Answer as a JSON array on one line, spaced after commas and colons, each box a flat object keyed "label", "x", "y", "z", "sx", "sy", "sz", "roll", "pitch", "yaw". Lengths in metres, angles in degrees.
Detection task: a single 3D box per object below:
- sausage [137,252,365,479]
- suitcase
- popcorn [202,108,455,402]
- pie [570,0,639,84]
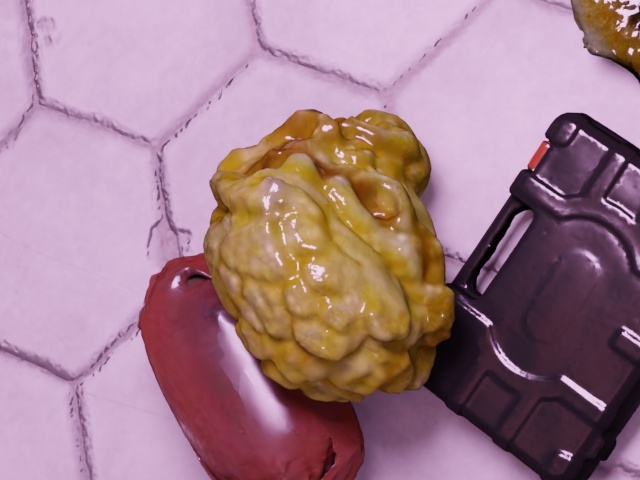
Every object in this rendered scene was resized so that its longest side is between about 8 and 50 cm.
[{"label": "sausage", "x": -0.066, "y": 0.133, "z": 1.772, "sx": 0.152, "sy": 0.152, "sz": 0.279, "roll": -37, "pitch": 73, "yaw": 17}, {"label": "suitcase", "x": 0.221, "y": 0.052, "z": 1.692, "sx": 0.206, "sy": 0.066, "sz": 0.285, "roll": 37, "pitch": 100, "yaw": 24}, {"label": "popcorn", "x": 0.000, "y": 0.000, "z": 1.681, "sx": 0.174, "sy": 0.225, "sz": 0.286, "roll": -32, "pitch": 49, "yaw": 38}, {"label": "pie", "x": 0.351, "y": -0.292, "z": 1.663, "sx": 0.296, "sy": 0.078, "sz": 0.371, "roll": 14, "pitch": 92, "yaw": 27}]
